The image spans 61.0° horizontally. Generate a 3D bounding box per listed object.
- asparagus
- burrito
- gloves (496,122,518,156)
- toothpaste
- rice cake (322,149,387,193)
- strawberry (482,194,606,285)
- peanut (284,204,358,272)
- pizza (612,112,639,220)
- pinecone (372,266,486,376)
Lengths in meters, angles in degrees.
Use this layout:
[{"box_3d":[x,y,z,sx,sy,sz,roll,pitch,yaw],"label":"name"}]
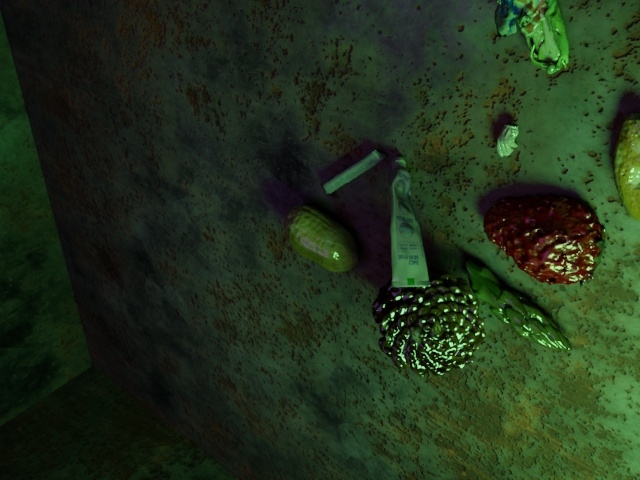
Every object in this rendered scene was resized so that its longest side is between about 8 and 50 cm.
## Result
[{"box_3d":[0.417,0.149,1.185,0.287,0.080,0.080,37,134,17],"label":"asparagus"},{"box_3d":[0.336,-0.415,0.918,0.104,0.054,0.287,-15,105,45],"label":"burrito"},{"box_3d":[0.360,-0.199,1.050,0.044,0.038,0.080,-124,20,-56],"label":"gloves"},{"box_3d":[0.180,-0.043,1.169,0.048,0.075,0.300,130,142,-62],"label":"toothpaste"},{"box_3d":[0.078,-0.165,1.311,0.208,0.033,0.033,-28,94,46],"label":"rice cake"},{"box_3d":[0.420,0.005,1.066,0.237,0.111,0.190,24,131,29],"label":"strawberry"},{"box_3d":[0.000,0.000,1.415,0.224,0.129,0.129,38,134,17],"label":"peanut"},{"box_3d":[0.567,-0.132,0.898,0.161,0.063,0.182,-11,103,51],"label":"pizza"},{"box_3d":[0.234,0.167,1.232,0.247,0.292,0.246,-1,102,-3],"label":"pinecone"}]
